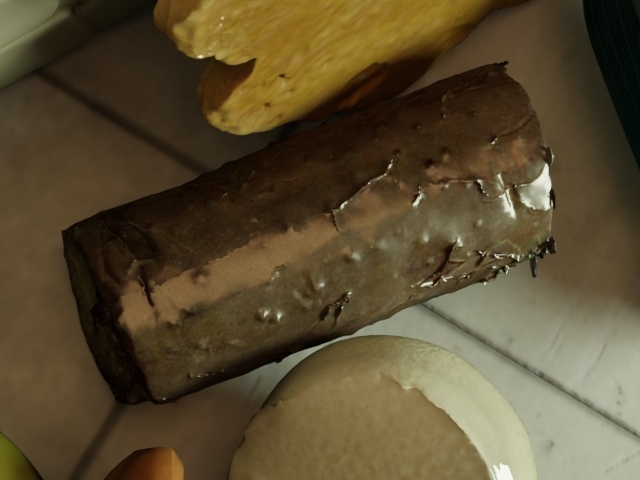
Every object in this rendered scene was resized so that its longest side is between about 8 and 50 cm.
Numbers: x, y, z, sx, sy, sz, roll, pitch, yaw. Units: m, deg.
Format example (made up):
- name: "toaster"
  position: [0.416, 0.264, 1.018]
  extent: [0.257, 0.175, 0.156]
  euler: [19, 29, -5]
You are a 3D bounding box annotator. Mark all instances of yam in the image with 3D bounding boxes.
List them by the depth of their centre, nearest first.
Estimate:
- name: "yam"
  position: [0.000, -0.001, 1.030]
  extent: [0.280, 0.131, 0.131]
  euler: [-21, 84, -12]

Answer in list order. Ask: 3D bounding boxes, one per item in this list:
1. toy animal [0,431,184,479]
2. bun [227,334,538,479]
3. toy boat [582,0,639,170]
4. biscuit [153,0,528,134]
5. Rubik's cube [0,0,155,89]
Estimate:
- name: "toy animal"
  position: [-0.242, 0.170, 0.909]
  extent: [0.338, 0.216, 0.191]
  euler: [11, 68, -1]
- name: "bun"
  position: [0.042, 0.135, 1.012]
  extent: [0.173, 0.120, 0.172]
  euler: [3, 99, 19]
- name: "toy boat"
  position: [0.238, -0.072, 1.077]
  extent: [0.122, 0.114, 0.296]
  euler: [-18, 90, -2]
- name: "biscuit"
  position: [0.050, -0.167, 0.990]
  extent: [0.376, 0.269, 0.051]
  euler: [-23, 64, -45]
- name: "Rubik's cube"
  position: [-0.163, -0.270, 0.933]
  extent: [0.292, 0.291, 0.290]
  euler: [-29, 87, 3]
